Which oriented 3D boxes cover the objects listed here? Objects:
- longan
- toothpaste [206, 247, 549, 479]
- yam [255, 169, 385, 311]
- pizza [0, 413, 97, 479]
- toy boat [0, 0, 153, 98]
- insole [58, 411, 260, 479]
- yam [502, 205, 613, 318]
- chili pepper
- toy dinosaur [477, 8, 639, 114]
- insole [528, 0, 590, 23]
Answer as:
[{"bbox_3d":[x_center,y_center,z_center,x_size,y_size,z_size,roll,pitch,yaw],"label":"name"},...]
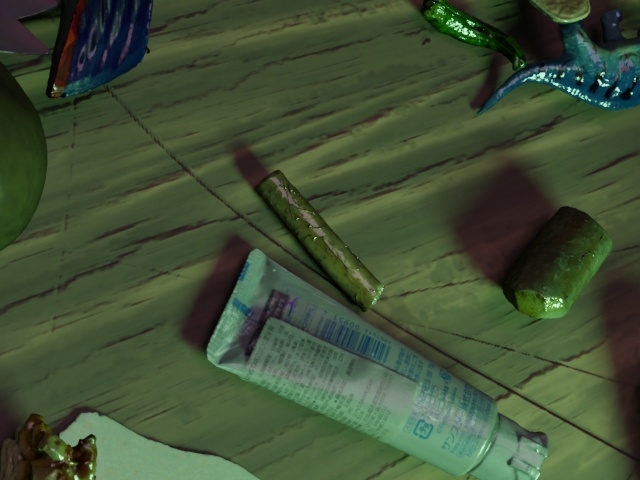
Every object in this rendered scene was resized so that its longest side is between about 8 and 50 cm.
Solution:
[{"bbox_3d":[-0.277,-0.066,0.970,0.167,0.167,0.187,18,45,-24],"label":"longan"},{"bbox_3d":[0.050,0.122,1.151,0.299,0.073,0.114,30,59,-9],"label":"toothpaste"},{"bbox_3d":[0.000,0.000,1.186,0.145,0.032,0.032,49,55,-4],"label":"yam"},{"bbox_3d":[-0.178,0.214,0.968,0.154,0.069,0.194,-11,79,-33],"label":"pizza"},{"bbox_3d":[-0.267,-0.197,1.073,0.318,0.072,0.219,-13,64,-35],"label":"toy boat"},{"bbox_3d":[-0.113,0.187,1.058,0.197,0.004,0.065,26,60,-20],"label":"insole"},{"bbox_3d":[0.222,0.026,1.287,0.070,0.070,0.146,46,55,-7],"label":"yam"},{"bbox_3d":[0.150,-0.205,1.353,0.118,0.035,0.055,34,30,-5],"label":"chili pepper"},{"bbox_3d":[0.301,-0.190,1.415,0.329,0.076,0.144,1,76,-22],"label":"toy dinosaur"},{"bbox_3d":[0.202,-0.316,1.399,0.081,0.011,0.248,-18,63,-24],"label":"insole"}]
